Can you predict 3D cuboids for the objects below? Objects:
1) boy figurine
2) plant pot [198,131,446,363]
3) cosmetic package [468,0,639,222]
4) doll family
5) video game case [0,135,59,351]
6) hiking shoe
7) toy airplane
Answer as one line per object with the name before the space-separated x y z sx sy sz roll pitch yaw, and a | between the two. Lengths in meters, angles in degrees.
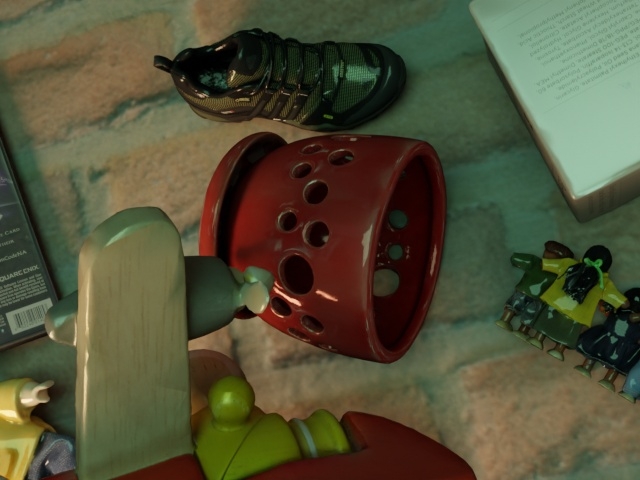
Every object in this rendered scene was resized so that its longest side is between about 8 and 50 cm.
boy figurine | -0.317 0.213 0.950 0.285 0.092 0.177 22 94 14
plant pot | 0.000 0.000 0.826 0.174 0.191 0.191 8 87 22
cosmetic package | 0.236 -0.134 0.787 0.152 0.151 0.183 -28 76 12
doll family | 0.245 0.063 0.810 0.193 0.076 0.111 31 89 12
video game case | -0.400 -0.003 0.985 0.196 0.026 0.274 -20 77 -14
hiking shoe | -0.037 -0.149 0.888 0.227 0.114 0.086 -2 85 16
toy airplane | -0.125 0.193 0.761 0.386 0.272 0.384 -40 117 20
